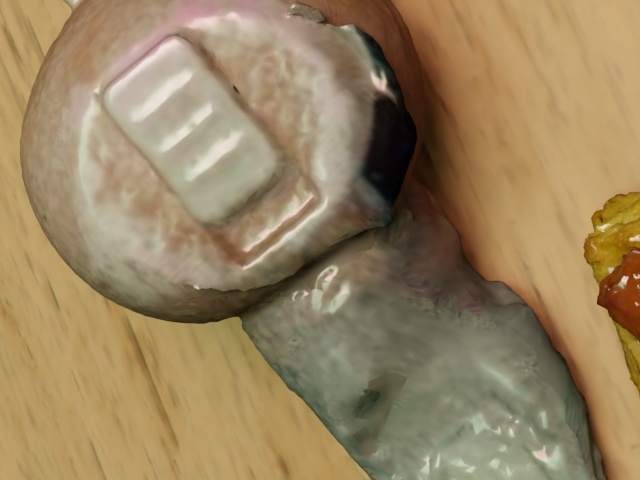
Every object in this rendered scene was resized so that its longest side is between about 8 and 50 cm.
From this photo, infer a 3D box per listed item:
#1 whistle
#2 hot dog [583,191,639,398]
[{"bbox_3d":[0.000,0.000,0.641,0.189,0.189,0.348,-36,99,27],"label":"whistle"},{"bbox_3d":[0.205,0.060,0.540,0.261,0.093,0.123,23,105,27],"label":"hot dog"}]
